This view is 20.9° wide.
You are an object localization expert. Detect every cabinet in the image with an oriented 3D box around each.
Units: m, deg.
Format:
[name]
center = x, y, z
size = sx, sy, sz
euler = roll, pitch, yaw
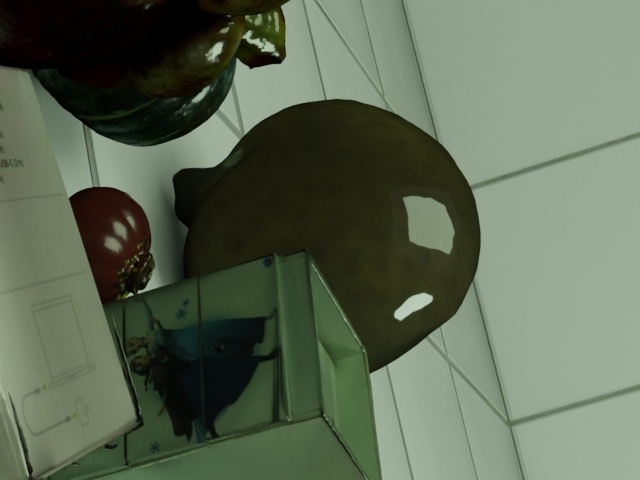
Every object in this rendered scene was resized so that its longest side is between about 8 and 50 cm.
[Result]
[cabinet]
center = -0.078, 0.124, 1.238
size = 0.150, 0.206, 0.145
euler = 60, 18, -47

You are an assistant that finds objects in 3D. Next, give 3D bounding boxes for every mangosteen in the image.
[mangosteen]
center = -0.146, -0.232, 1.160
size = 0.347, 0.307, 0.307
euler = 43, 21, -14

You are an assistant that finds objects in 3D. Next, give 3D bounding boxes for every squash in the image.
[squash]
center = -0.156, -0.179, 1.403
size = 0.218, 0.172, 0.218
euler = 41, 4, -4

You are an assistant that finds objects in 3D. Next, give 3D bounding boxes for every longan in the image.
[longan]
center = 0.000, 0.000, 1.643
size = 0.300, 0.300, 0.243
euler = -95, -171, -45

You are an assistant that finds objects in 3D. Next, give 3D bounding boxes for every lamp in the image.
[lamp]
center = -0.167, 0.009, 1.288
size = 0.101, 0.090, 0.101
euler = 21, 90, -76

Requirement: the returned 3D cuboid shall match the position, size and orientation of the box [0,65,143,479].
[box]
center = -0.212, 0.023, 1.030
size = 0.203, 0.106, 0.251
euler = -21, 94, -77
